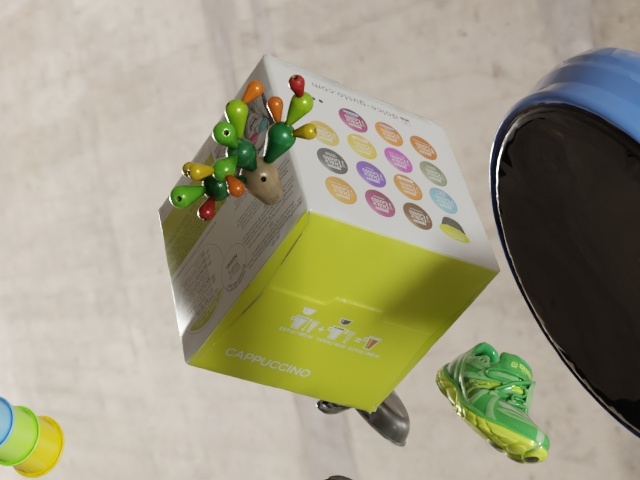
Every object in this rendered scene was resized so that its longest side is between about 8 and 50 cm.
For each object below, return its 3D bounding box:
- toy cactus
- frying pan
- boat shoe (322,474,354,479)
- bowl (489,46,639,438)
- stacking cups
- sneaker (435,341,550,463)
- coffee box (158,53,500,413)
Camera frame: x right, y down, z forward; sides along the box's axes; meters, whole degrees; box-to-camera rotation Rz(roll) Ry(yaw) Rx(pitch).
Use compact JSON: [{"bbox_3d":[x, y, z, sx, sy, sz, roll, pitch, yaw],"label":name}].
[{"bbox_3d":[-0.081,-0.096,1.927,0.112,0.219,0.180,37,-9,30],"label":"toy cactus"},{"bbox_3d":[0.054,0.243,2.573,0.053,0.326,0.197,-41,-127,10],"label":"frying pan"},{"bbox_3d":[0.004,0.448,1.767,0.132,0.130,0.355,14,-73,41],"label":"boat shoe"},{"bbox_3d":[0.286,0.024,1.359,0.391,0.077,0.391,49,-23,30],"label":"bowl"},{"bbox_3d":[-0.475,0.253,2.139,0.096,0.096,0.316,59,9,29],"label":"stacking cups"},{"bbox_3d":[0.260,0.226,2.264,0.123,0.109,0.295,-48,-154,4],"label":"sneaker"},{"bbox_3d":[0.000,0.000,2.270,0.338,0.338,0.334,-51,-143,32],"label":"coffee box"}]
